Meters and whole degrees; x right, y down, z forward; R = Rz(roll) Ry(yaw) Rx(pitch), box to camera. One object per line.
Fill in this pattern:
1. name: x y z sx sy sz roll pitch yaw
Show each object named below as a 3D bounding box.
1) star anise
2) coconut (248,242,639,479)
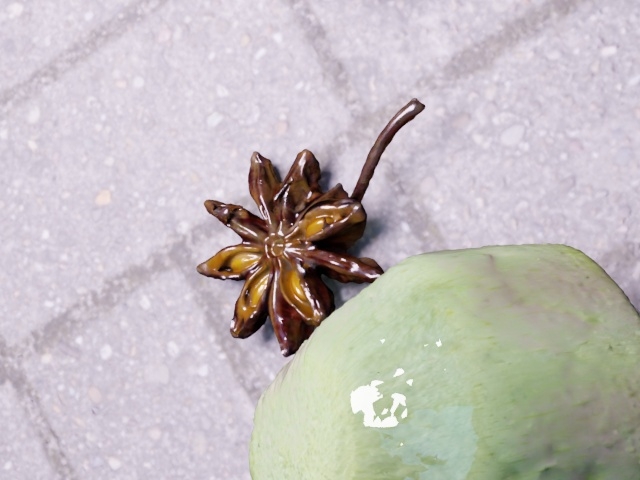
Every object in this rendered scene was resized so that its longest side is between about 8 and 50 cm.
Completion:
1. star anise: 0.001 -0.001 1.561 0.234 0.073 0.177 -18 75 37
2. coconut: 0.123 0.152 1.418 0.328 0.328 0.281 -52 40 14
